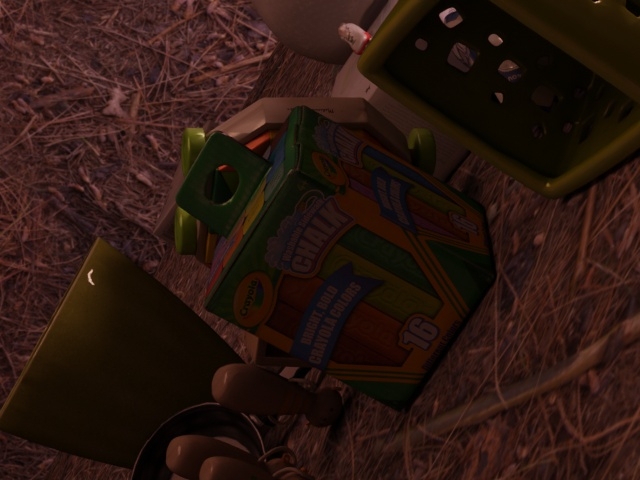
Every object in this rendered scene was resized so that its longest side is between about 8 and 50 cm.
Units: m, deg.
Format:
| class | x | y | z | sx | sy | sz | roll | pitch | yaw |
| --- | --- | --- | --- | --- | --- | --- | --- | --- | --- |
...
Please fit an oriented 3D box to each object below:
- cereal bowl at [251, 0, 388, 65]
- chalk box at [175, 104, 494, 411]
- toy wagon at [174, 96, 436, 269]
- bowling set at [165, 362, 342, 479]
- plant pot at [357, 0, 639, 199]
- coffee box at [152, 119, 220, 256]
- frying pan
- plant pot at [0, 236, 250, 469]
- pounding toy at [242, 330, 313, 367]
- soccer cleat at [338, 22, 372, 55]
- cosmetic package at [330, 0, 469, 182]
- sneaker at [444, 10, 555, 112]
| class | x | y | z | sx | sy | sz | roll | pitch | yaw |
| --- | --- | --- | --- | --- | --- | --- | --- | --- | --- |
| cereal bowl | 0.086 | -0.332 | 2.201 | 0.339 | 0.339 | 0.141 | -53 | 53 | 38 |
| chalk box | 0.000 | 0.000 | 1.754 | 0.180 | 0.289 | 0.179 | -58 | 12 | 22 |
| toy wagon | -0.024 | -0.021 | 1.953 | 0.344 | 0.267 | 0.068 | 101 | 165 | -47 |
| bowling set | -0.084 | 0.293 | 1.926 | 0.287 | 0.154 | 0.200 | -53 | 33 | 33 |
| plant pot | 0.199 | -0.203 | 1.535 | 0.207 | 0.228 | 0.227 | -61 | 9 | -24 |
| coffee box | -0.064 | -0.022 | 2.194 | 0.098 | 0.246 | 0.141 | -51 | 17 | 42 |
| frying pan | -0.115 | 0.233 | 2.139 | 0.197 | 0.053 | 0.326 | 17 | 75 | 37 |
| plant pot | -0.223 | 0.186 | 2.279 | 0.275 | 0.293 | 0.275 | -59 | 7 | 12 |
| pounding toy | -0.009 | 0.079 | 1.944 | 0.100 | 0.141 | 0.130 | -125 | 42 | -66 |
| soccer cleat | 0.039 | -0.236 | 2.067 | 0.029 | 0.035 | 0.083 | -60 | 11 | 12 |
| cosmetic package | 0.108 | -0.174 | 2.066 | 0.225 | 0.138 | 0.224 | -55 | 14 | 39 |
| sneaker | 0.183 | -0.173 | 1.798 | 0.296 | 0.111 | 0.131 | 7 | -100 | -86 |
